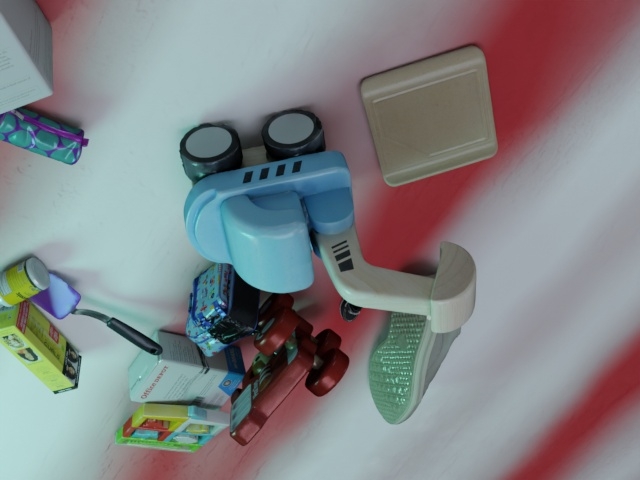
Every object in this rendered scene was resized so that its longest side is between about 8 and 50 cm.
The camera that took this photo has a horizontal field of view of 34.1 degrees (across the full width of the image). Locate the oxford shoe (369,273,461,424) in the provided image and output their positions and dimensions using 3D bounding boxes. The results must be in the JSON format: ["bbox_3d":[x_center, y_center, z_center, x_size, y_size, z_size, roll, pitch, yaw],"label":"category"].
[{"bbox_3d":[0.210,0.241,2.265,0.130,0.169,0.449,-16,140,-30],"label":"oxford shoe"}]

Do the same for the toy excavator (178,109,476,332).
[{"bbox_3d":[0.000,0.000,1.733,0.433,0.445,0.222,-11,137,-5],"label":"toy excavator"}]

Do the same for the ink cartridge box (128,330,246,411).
[{"bbox_3d":[-0.282,0.280,2.199,0.203,0.086,0.148,17,128,-30],"label":"ink cartridge box"}]

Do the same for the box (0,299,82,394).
[{"bbox_3d":[-0.551,0.203,2.038,0.058,0.087,0.232,-16,136,14],"label":"box"}]

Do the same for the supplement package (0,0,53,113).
[{"bbox_3d":[-0.515,-0.329,1.441,0.178,0.175,0.293,-19,137,5],"label":"supplement package"}]

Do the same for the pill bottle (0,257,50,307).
[{"bbox_3d":[-0.564,0.083,1.930,0.116,0.065,0.065,-26,136,12],"label":"pill bottle"}]

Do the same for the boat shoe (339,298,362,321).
[{"bbox_3d":[0.073,0.132,2.186,0.046,0.038,0.125,4,133,-20],"label":"boat shoe"}]

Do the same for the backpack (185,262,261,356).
[{"bbox_3d":[-0.201,0.135,2.034,0.117,0.158,0.173,32,132,-29],"label":"backpack"}]

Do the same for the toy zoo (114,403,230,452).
[{"bbox_3d":[-0.320,0.406,2.277,0.192,0.030,0.293,10,152,-21],"label":"toy zoo"}]

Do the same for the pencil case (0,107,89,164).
[{"bbox_3d":[-0.459,-0.176,1.695,0.152,0.064,0.070,21,151,-33],"label":"pencil case"}]

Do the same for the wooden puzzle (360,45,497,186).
[{"bbox_3d":[0.196,-0.221,1.864,0.221,0.044,0.238,-17,132,2],"label":"wooden puzzle"}]

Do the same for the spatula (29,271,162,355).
[{"bbox_3d":[-0.430,0.151,2.028,0.296,0.030,0.084,31,120,-27],"label":"spatula"}]

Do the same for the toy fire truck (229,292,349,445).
[{"bbox_3d":[-0.093,0.256,2.069,0.169,0.302,0.254,41,95,-12],"label":"toy fire truck"}]
